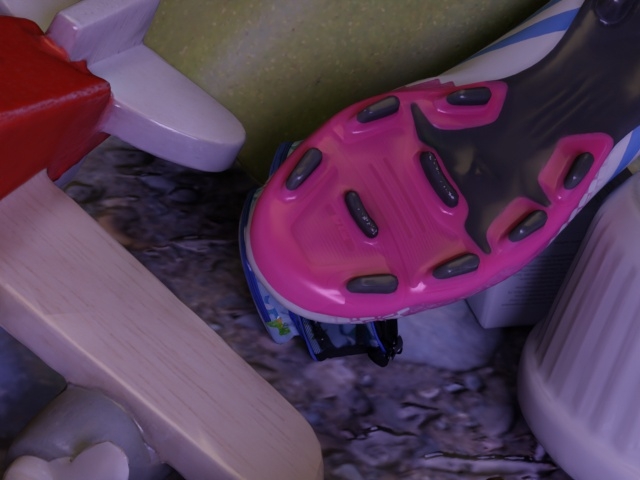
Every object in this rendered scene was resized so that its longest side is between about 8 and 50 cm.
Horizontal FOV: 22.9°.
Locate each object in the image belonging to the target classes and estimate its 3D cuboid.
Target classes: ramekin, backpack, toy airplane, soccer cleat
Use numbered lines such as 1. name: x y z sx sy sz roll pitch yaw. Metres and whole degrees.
1. ramekin: 0.246 0.054 0.822 0.273 0.127 0.273 9 23 -4
2. backpack: 0.000 0.000 0.894 0.084 0.114 0.105 -7 33 12
3. toy airplane: -0.209 -0.023 0.774 0.384 0.272 0.386 25 18 -35
4. soccer cleat: 0.097 -0.045 0.850 0.331 0.143 0.116 -32 82 -22

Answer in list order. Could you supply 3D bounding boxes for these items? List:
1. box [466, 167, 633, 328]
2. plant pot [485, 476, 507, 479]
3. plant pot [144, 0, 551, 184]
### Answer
1. box: 0.134 -0.011 0.966 0.102 0.087 0.101 -2 36 -18
2. plant pot: -0.005 0.178 0.601 0.165 0.167 0.167 -2 35 -5
3. plant pot: 0.014 -0.167 0.978 0.276 0.254 0.276 45 5 -4
